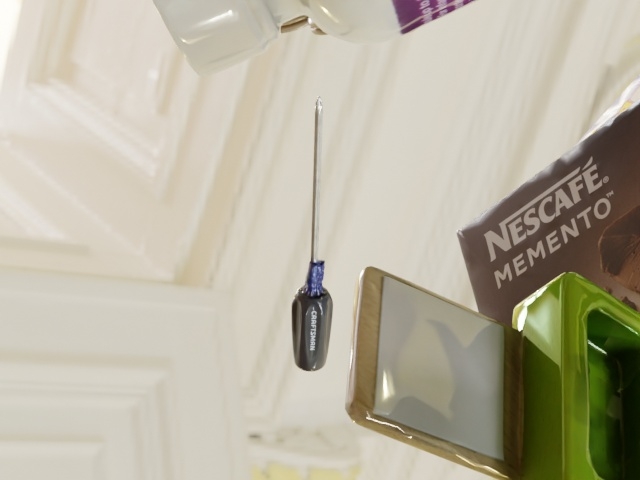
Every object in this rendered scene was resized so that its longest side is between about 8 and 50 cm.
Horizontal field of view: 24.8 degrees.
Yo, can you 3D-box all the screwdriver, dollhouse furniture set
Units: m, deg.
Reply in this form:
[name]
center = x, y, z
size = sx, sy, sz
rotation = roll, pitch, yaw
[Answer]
[screwdriver]
center = 0.000, 0.000, 0.801
size = 0.025, 0.024, 0.169
rotation = 19, -57, 18
[dollhouse furniture set]
center = 0.123, 0.027, 0.391
size = 0.301, 0.151, 0.197
rotation = -41, -146, 47

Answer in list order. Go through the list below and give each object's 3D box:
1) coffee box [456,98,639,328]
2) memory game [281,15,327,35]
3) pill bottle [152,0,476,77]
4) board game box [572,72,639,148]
[coffee box]
center = 0.230, 0.001, 0.765
size = 0.297, 0.119, 0.168
rotation = -37, -129, 34
[memory game]
center = 0.048, -0.165, 0.825
size = 0.186, 0.186, 0.012
rotation = 12, -46, 51
[pill bottle]
center = 0.052, -0.195, 0.686
size = 0.302, 0.169, 0.169
rotation = -25, -123, 3
[board game box]
center = 0.298, -0.052, 1.293
size = 0.347, 0.078, 0.233
rotation = -49, -165, 17
